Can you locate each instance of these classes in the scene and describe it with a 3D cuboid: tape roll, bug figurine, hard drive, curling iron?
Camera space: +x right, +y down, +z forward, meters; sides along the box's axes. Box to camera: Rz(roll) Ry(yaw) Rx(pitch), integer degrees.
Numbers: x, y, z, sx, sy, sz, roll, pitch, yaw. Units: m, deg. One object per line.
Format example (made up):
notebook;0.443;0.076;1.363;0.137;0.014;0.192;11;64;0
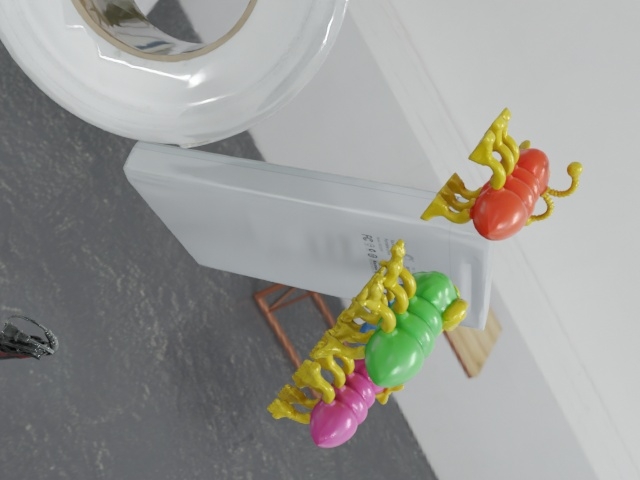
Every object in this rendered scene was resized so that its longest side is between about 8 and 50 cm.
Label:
tape roll;-0.102;-0.206;0.510;0.246;0.246;0.169;51;10;-15
bug figurine;0.065;0.046;0.492;0.072;0.279;0.216;39;52;6
hard drive;0.000;0.000;0.716;0.233;0.353;0.047;67;38;-61
curling iron;-0.427;0.126;0.834;0.068;0.274;0.035;59;36;-37
